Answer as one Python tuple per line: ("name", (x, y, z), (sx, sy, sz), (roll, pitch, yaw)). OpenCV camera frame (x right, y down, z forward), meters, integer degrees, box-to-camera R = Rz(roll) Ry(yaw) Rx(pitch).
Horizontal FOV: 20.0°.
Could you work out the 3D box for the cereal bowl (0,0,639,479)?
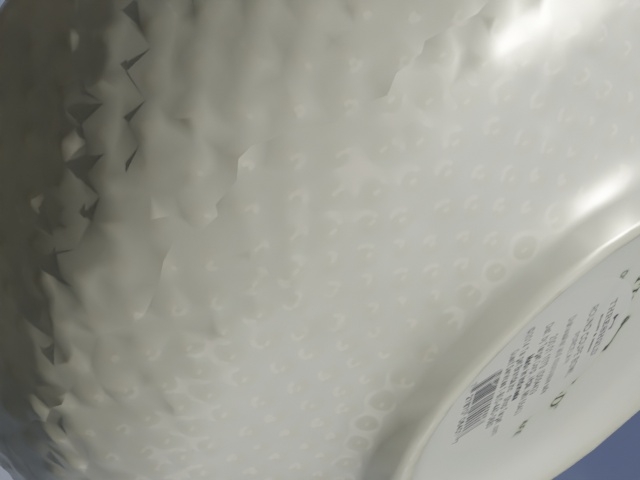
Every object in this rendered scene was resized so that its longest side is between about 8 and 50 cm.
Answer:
("cereal bowl", (0.044, -0.008, 0.593), (0.141, 0.339, 0.339), (49, -50, 24))
